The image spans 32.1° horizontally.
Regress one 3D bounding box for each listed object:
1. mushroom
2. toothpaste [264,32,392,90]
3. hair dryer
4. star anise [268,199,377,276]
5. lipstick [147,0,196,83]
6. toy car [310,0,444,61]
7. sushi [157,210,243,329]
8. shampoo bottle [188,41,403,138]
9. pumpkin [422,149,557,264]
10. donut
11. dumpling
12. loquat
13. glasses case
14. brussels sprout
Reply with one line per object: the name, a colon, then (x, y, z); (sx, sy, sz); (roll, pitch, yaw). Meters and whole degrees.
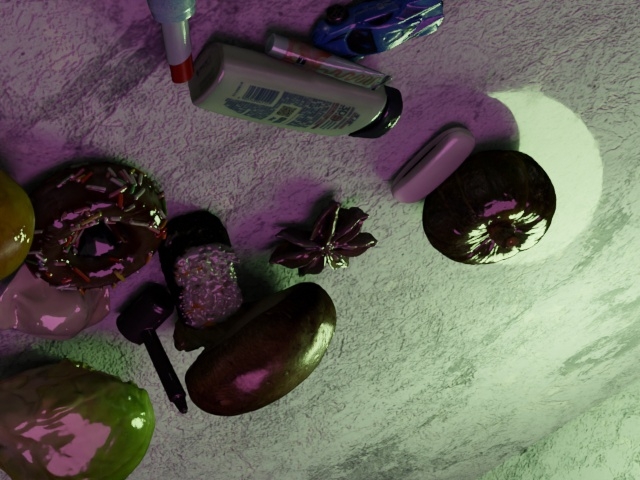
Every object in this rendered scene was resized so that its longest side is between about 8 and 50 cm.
mushroom: (-0.113, 0.207, 2.168); (0.345, 0.345, 0.239); (-32, 120, 15)
toothpaste: (0.011, -0.274, 1.728); (0.205, 0.036, 0.056); (15, 160, -27)
hair dryer: (-0.298, 0.211, 2.098); (0.114, 0.248, 0.071); (-44, 150, 27)
star anise: (0.012, 0.005, 2.138); (0.212, 0.073, 0.197); (-29, 142, 16)
lipstick: (-0.208, -0.326, 1.571); (0.068, 0.061, 0.274); (-17, 145, -11)
toy car: (0.091, -0.333, 1.725); (0.216, 0.063, 0.103); (-23, 146, 2)
sushi: (-0.222, 0.058, 2.039); (0.136, 0.126, 0.225); (-13, 143, -12)
shampoo bottle: (-0.038, -0.228, 1.787); (0.360, 0.078, 0.134); (7, 146, -36)
pumpkin: (0.333, -0.051, 2.134); (0.260, 0.189, 0.260); (-15, 144, -11)
donut: (-0.380, -0.016, 1.860); (0.270, 0.103, 0.269); (-16, 142, -13)
dumpling: (-0.467, 0.099, 1.982); (0.216, 0.126, 0.166); (14, 107, -23)
loquat: (-0.538, -0.036, 1.674); (0.214, 0.213, 0.246); (-1, 140, -27)
glasses case: (0.208, -0.138, 2.069); (0.074, 0.049, 0.193); (14, 132, -41)
brussels sprout: (-0.500, 0.363, 2.206); (0.344, 0.268, 0.344); (-8, 122, -13)
